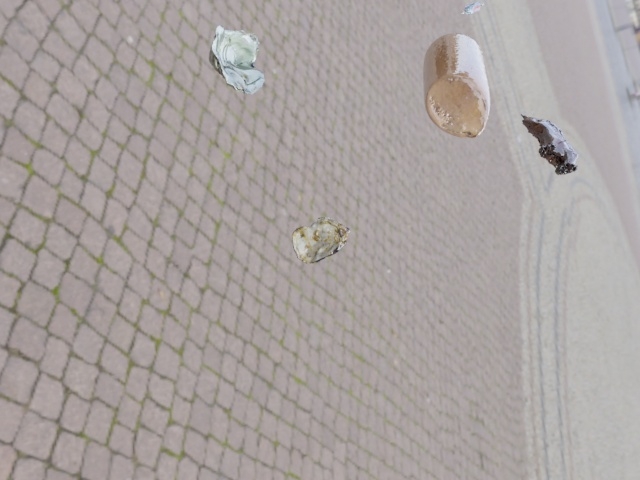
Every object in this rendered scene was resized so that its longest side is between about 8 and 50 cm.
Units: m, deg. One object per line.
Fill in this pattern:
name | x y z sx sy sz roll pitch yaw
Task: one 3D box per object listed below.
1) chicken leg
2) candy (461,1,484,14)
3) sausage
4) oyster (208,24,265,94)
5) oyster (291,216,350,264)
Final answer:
chicken leg | 0.548 -0.232 1.767 0.105 0.063 0.234 30 28 -23
candy | 0.378 -0.582 1.860 0.083 0.030 0.020 -34 133 -34
sausage | 0.252 -0.289 1.384 0.123 0.123 0.253 61 20 -27
oyster | -0.178 -0.391 1.593 0.252 0.087 0.199 -92 159 -51
oyster | 0.003 -0.002 0.959 0.019 0.083 0.054 -9 78 -60
